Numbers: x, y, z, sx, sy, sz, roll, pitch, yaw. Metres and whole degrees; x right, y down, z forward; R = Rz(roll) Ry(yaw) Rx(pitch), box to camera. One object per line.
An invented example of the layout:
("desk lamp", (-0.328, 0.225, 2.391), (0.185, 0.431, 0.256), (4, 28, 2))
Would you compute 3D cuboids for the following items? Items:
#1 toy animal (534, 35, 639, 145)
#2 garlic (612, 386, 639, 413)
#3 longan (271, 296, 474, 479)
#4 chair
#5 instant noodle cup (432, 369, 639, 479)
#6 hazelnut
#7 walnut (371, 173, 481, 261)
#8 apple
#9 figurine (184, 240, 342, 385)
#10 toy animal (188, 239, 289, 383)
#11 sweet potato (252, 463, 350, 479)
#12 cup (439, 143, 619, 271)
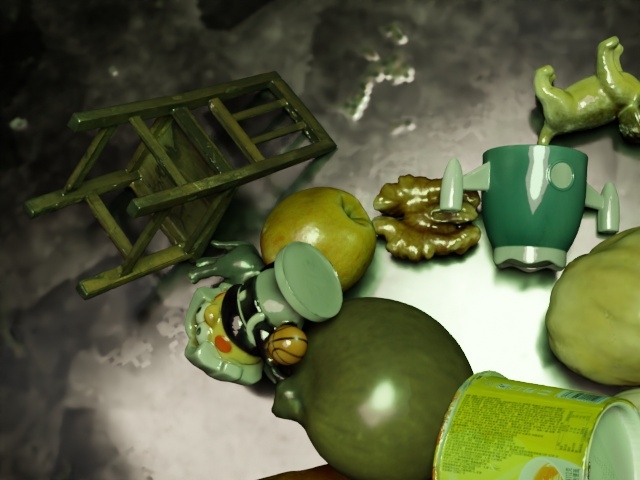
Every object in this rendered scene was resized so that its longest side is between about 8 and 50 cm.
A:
("toy animal", (0.442, -0.223, 1.557), (0.233, 0.121, 0.168), (-9, 86, 9))
("garlic", (0.456, 0.249, 1.377), (0.196, 0.101, 0.087), (-18, 47, 35))
("longan", (0.079, 0.213, 1.425), (0.300, 0.300, 0.243), (11, 115, 11))
("chair", (-0.216, -0.099, 1.598), (0.203, 0.416, 0.240), (52, 133, 16))
("instant noodle cup", (0.301, 0.303, 1.310), (0.200, 0.264, 0.264), (-4, 74, 39))
("hazelnut", (0.459, 0.105, 1.411), (0.261, 0.261, 0.241), (-34, 96, -1))
("walnut", (0.165, -0.032, 1.571), (0.170, 0.069, 0.143), (2, 74, 6))
("apple", (0.000, 0.000, 1.529), (0.155, 0.182, 0.182), (-35, 74, 17))
("figurine", (-0.090, 0.117, 1.421), (0.236, 0.133, 0.176), (-32, 43, 33))
("toy animal", (-0.124, 0.123, 1.569), (0.137, 0.082, 0.269), (-19, 78, 5))
("sweet potato", (-0.060, 0.399, 1.482), (0.359, 0.112, 0.112), (-13, 75, 2))
("cup", (0.318, -0.043, 1.506), (0.300, 0.167, 0.173), (7, 81, -17))
